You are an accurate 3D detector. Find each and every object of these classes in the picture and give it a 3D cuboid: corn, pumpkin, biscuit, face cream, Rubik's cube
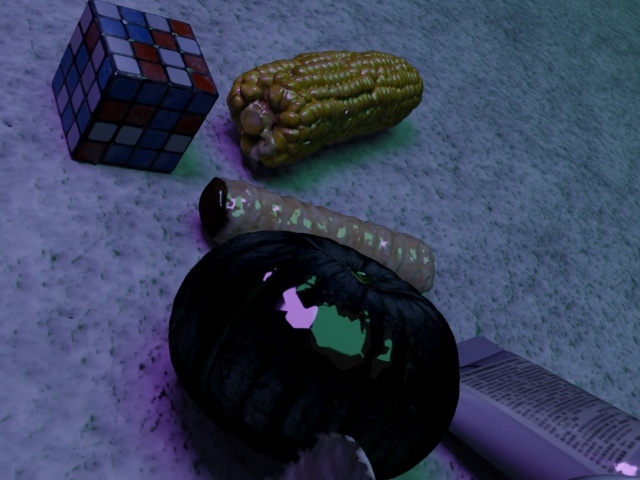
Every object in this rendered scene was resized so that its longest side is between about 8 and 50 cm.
[{"bbox_3d":[0.018,-0.141,0.880,0.101,0.101,0.291,49,36,14],"label":"corn"},{"bbox_3d":[-0.004,0.075,0.575,0.201,0.140,0.202,26,12,-6],"label":"pumpkin"},{"bbox_3d":[0.000,0.000,0.743,0.219,0.055,0.061,14,47,-29],"label":"biscuit"},{"bbox_3d":[0.187,0.157,0.683,0.154,0.096,0.273,-11,35,-43],"label":"face cream"},{"bbox_3d":[-0.152,-0.122,0.710,0.092,0.092,0.092,5,47,-38],"label":"Rubik's cube"}]

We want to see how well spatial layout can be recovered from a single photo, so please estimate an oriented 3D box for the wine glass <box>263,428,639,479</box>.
[{"bbox_3d":[0.121,0.231,0.453,0.322,0.238,0.238,17,40,-15],"label":"wine glass"}]
